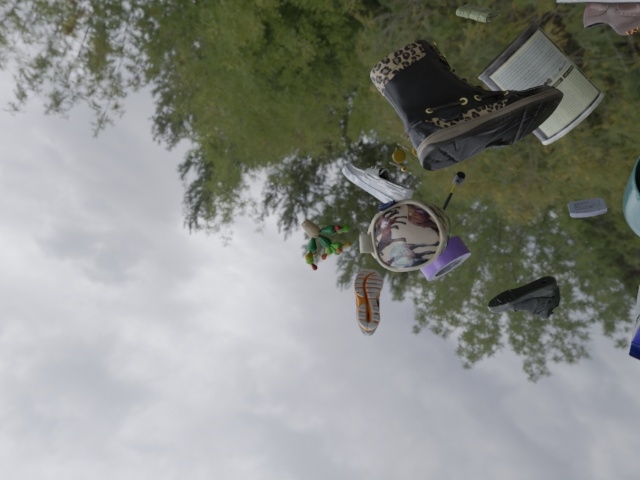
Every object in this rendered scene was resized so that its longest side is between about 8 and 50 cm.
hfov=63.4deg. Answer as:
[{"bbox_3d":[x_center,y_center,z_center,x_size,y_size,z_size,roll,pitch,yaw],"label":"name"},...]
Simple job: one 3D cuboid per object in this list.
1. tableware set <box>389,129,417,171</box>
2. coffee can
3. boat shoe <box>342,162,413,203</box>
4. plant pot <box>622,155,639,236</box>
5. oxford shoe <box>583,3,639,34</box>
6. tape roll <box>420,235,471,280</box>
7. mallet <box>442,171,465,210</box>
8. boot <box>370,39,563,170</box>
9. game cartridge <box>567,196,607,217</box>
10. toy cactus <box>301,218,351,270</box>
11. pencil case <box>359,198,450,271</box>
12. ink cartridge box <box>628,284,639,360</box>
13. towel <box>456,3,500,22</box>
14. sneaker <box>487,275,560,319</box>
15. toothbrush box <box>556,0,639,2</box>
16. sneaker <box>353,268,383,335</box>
[{"bbox_3d":[0.316,-0.318,1.822,0.104,0.154,0.024,24,-173,0],"label":"tableware set"},{"bbox_3d":[0.610,-0.435,1.446,0.275,0.201,0.201,45,-155,-2],"label":"coffee can"},{"bbox_3d":[0.177,-0.183,1.571,0.258,0.084,0.095,37,-159,28],"label":"boat shoe"},{"bbox_3d":[1.038,-0.115,1.518,0.293,0.293,0.235,48,172,26],"label":"plant pot"},{"bbox_3d":[1.005,-0.704,1.609,0.130,0.133,0.363,-11,-151,-35],"label":"oxford shoe"},{"bbox_3d":[0.460,0.068,1.933,0.189,0.189,0.080,-3,-122,-53],"label":"tape roll"},{"bbox_3d":[0.505,-0.181,2.001,0.039,0.190,0.062,28,160,9],"label":"mallet"},{"bbox_3d":[0.322,-0.332,1.165,0.377,0.138,0.284,-24,-116,-13],"label":"boot"},{"bbox_3d":[0.663,-0.081,1.287,0.056,0.083,0.017,-68,-38,-50],"label":"game cartridge"},{"bbox_3d":[0.000,0.000,1.885,0.180,0.219,0.112,43,-150,-10],"label":"toy cactus"},{"bbox_3d":[0.226,-0.022,1.283,0.183,0.160,0.410,6,-175,16],"label":"pencil case"},{"bbox_3d":[0.818,0.189,1.187,0.165,0.065,0.332,24,-144,23],"label":"ink cartridge box"},{"bbox_3d":[0.479,-0.693,1.571,0.110,0.027,0.148,25,-142,22],"label":"towel"},{"bbox_3d":[0.671,0.213,1.691,0.130,0.227,0.087,61,-163,-17],"label":"sneaker"},{"bbox_3d":[0.670,-0.681,1.147,0.206,0.283,0.122,3,-156,4],"label":"toothbrush box"},{"bbox_3d":[0.134,0.175,1.486,0.084,0.083,0.215,4,-128,6],"label":"sneaker"}]
